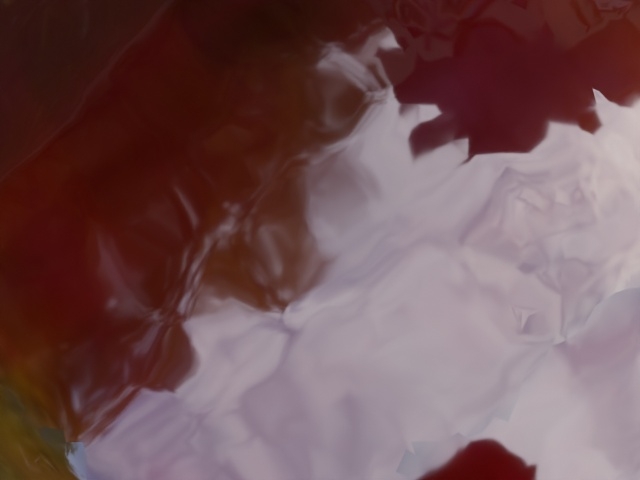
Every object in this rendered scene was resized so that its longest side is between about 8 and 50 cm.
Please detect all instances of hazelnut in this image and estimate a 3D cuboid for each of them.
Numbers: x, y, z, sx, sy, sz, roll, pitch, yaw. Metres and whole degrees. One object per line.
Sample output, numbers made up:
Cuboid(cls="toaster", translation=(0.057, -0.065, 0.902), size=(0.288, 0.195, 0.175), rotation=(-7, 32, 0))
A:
Cuboid(cls="hazelnut", translation=(0.000, 0.000, 0.595), size=(0.402, 0.402, 0.429), rotation=(-20, -176, -29))
